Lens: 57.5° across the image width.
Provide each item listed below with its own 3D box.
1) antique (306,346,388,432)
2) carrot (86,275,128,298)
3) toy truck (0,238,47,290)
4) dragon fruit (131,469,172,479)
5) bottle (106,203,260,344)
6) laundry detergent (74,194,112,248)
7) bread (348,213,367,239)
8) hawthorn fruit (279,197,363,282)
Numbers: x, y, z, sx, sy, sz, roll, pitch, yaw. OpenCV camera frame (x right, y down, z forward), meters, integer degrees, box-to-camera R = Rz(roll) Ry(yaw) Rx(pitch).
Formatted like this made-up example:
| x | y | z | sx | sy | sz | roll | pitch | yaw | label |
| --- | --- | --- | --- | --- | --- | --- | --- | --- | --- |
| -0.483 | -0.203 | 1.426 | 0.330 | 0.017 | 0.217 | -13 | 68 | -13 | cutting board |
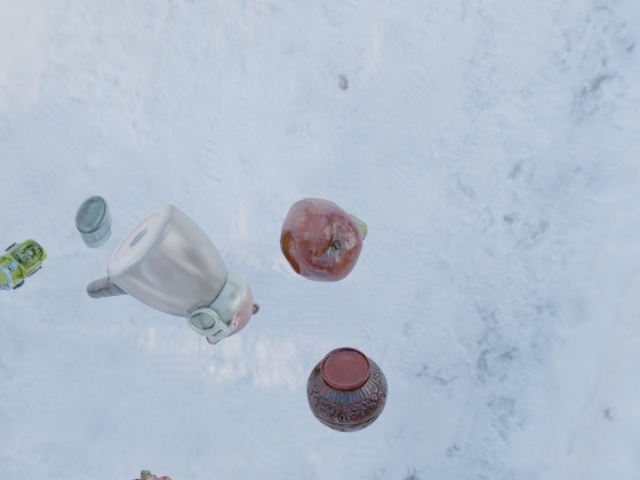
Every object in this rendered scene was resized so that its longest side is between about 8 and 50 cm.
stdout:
| x | y | z | sx | sy | sz | roll | pitch | yaw | label |
| --- | --- | --- | --- | --- | --- | --- | --- | --- | --- |
| 0.032 | 0.182 | 0.706 | 0.104 | 0.104 | 0.104 | 1 | 83 | -11 | antique |
| -0.460 | 0.097 | 1.327 | 0.070 | 0.342 | 0.070 | 12 | 73 | -44 | carrot |
| -0.595 | 0.046 | 1.144 | 0.076 | 0.077 | 0.111 | 51 | 40 | -15 | toy truck |
| -0.494 | 0.814 | 1.662 | 0.237 | 0.302 | 0.231 | -7 | 122 | -3 | dragon fruit |
| -0.201 | 0.067 | 0.927 | 0.236 | 0.148 | 0.147 | 45 | 76 | -27 | bottle |
| -0.554 | -0.034 | 1.445 | 0.070 | 0.225 | 0.099 | 14 | 73 | -11 | laundry detergent |
| 0.079 | -0.033 | 1.412 | 0.088 | 0.034 | 0.049 | 26 | 61 | -40 | bread |
| 0.000 | 0.000 | 0.817 | 0.128 | 0.128 | 0.127 | 1 | 83 | -11 | hawthorn fruit |
